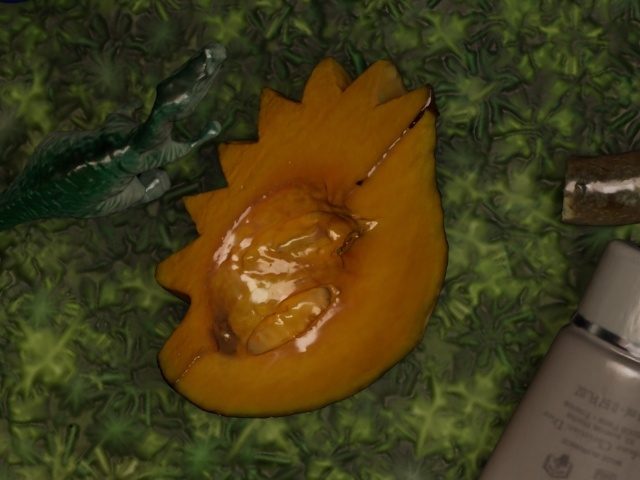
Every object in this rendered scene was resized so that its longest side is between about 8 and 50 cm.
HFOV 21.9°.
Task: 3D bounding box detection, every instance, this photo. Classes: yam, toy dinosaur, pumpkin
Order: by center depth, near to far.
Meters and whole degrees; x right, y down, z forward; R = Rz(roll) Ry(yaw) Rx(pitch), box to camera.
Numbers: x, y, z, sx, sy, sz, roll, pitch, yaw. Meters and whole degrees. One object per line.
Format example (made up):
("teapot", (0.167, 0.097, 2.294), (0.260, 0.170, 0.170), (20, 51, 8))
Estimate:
("yam", (0.296, -0.039, 1.092), (0.274, 0.061, 0.061), (-2, 87, 7))
("pumpkin", (0.000, 0.000, 1.113), (0.254, 0.149, 0.130), (-51, 41, 6))
("toy dinosaur", (-0.183, -0.027, 1.134), (0.383, 0.129, 0.076), (-33, 76, 29))

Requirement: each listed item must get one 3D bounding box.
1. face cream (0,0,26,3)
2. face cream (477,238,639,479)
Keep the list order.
("face cream", (-0.191, -0.268, 1.079), (0.111, 0.206, 0.206), (38, 91, 11))
("face cream", (0.167, 0.155, 1.085), (0.143, 0.089, 0.314), (23, 97, 6))
